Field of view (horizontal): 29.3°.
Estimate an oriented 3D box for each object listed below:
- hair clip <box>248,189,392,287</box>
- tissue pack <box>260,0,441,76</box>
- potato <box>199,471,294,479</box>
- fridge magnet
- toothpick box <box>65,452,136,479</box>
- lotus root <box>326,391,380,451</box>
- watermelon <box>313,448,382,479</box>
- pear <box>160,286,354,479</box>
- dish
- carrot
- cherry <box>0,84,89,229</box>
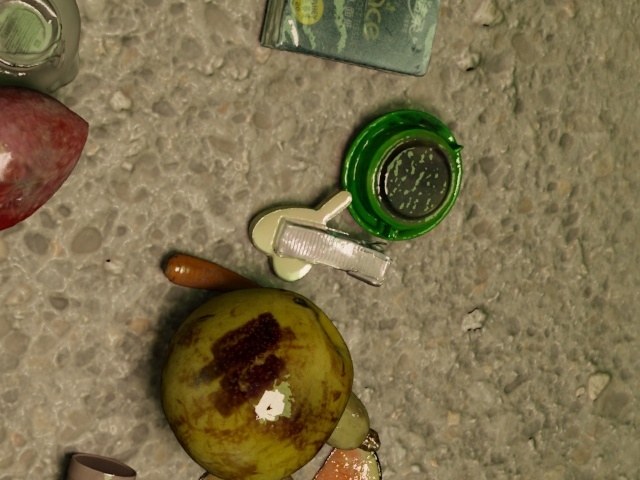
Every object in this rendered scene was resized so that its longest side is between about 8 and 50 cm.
[{"bbox_3d":[0.001,-0.003,1.848,0.218,0.071,0.159,15,100,-14],"label":"hair clip"},{"bbox_3d":[0.049,-0.354,1.814,0.257,0.081,0.185,7,97,-28],"label":"tissue pack"},{"bbox_3d":[-0.102,0.434,1.872,0.202,0.117,0.182,-26,114,-23],"label":"potato"},{"bbox_3d":[0.131,-0.099,1.902,0.208,0.088,0.208,-5,104,-21],"label":"fridge magnet"},{"bbox_3d":[-0.329,0.389,1.745,0.098,0.098,0.149,17,91,-30],"label":"toothpick box"},{"bbox_3d":[0.021,0.270,1.921,0.090,0.077,0.183,-47,110,0],"label":"lotus root"},{"bbox_3d":[0.033,0.420,1.976,0.119,0.063,0.245,25,88,-7],"label":"watermelon"},{"bbox_3d":[-0.088,0.202,1.738,0.283,0.283,0.284,-6,103,-27],"label":"pear"},{"bbox_3d":[-0.407,-0.267,1.586,0.246,0.078,0.224,-47,119,-12],"label":"dish"},{"bbox_3d":[-0.140,0.063,1.819,0.216,0.048,0.048,19,91,-35],"label":"carrot"},{"bbox_3d":[-0.407,-0.108,1.562,0.249,0.175,0.192,-25,129,-26],"label":"cherry"}]
